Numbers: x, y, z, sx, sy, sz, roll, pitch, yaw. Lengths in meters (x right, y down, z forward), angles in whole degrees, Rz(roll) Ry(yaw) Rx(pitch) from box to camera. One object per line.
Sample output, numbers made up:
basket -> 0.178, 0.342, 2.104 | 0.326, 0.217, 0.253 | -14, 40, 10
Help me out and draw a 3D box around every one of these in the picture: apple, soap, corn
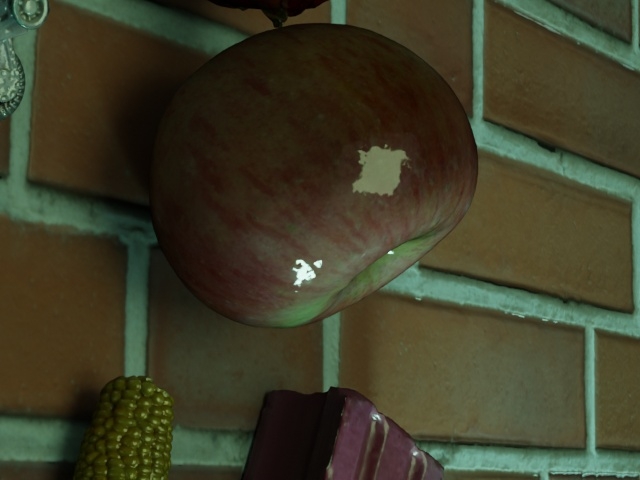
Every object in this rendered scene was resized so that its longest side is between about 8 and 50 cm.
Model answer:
apple -> -0.017, -0.072, 1.683 | 0.269, 0.345, 0.344 | 53, 33, 12
soap -> 0.007, 0.366, 1.811 | 0.233, 0.128, 0.360 | 44, 51, -42
corn -> -0.200, 0.281, 1.549 | 0.101, 0.101, 0.310 | 34, 56, -49

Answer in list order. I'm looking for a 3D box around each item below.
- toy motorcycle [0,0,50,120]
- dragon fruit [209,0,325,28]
toy motorcycle -> -0.338, -0.220, 1.421 | 0.171, 0.110, 0.260 | -20, 109, -38
dragon fruit -> -0.052, -0.384, 1.686 | 0.302, 0.295, 0.296 | 74, 32, -42
